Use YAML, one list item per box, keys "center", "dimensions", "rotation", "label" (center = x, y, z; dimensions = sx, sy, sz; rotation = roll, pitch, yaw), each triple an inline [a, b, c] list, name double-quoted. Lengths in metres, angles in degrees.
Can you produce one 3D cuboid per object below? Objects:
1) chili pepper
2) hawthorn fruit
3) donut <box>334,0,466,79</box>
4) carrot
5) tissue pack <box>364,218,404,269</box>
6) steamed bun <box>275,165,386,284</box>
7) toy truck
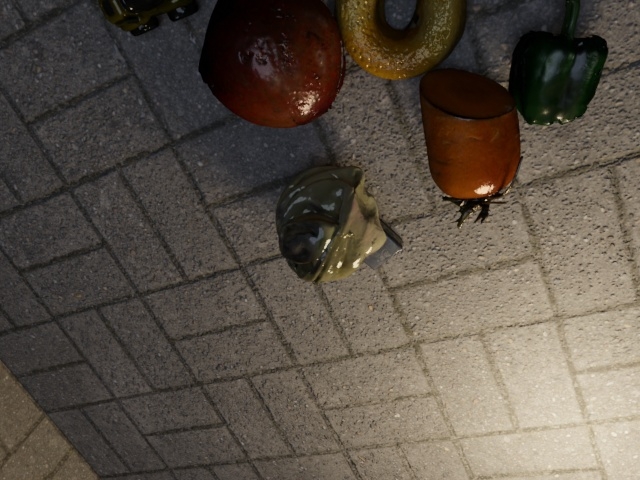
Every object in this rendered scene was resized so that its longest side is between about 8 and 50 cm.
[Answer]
- center: [0.465, -0.363, 1.021]
  dimensions: [0.174, 0.165, 0.261]
  rotation: [11, 120, 22]
  label: "chili pepper"
- center: [-0.104, -0.381, 1.090]
  dimensions: [0.316, 0.316, 0.315]
  rotation: [7, 120, 11]
  label: "hawthorn fruit"
- center: [0.158, -0.474, 1.067]
  dimensions: [0.303, 0.110, 0.302]
  rotation: [6, 121, 10]
  label: "donut"
- center: [0.334, -0.195, 1.125]
  dimensions: [0.214, 0.193, 0.331]
  rotation: [11, 133, 29]
  label: "carrot"
- center: [0.127, -0.005, 1.378]
  dimensions: [0.156, 0.051, 0.112]
  rotation: [43, 122, -10]
  label: "tissue pack"
- center: [-0.006, -0.033, 1.268]
  dimensions: [0.268, 0.207, 0.280]
  rotation: [-17, 95, 30]
  label: "steamed bun"
- center: [-0.393, -0.539, 1.142]
  dimensions: [0.224, 0.165, 0.147]
  rotation: [-13, 115, 22]
  label: "toy truck"
